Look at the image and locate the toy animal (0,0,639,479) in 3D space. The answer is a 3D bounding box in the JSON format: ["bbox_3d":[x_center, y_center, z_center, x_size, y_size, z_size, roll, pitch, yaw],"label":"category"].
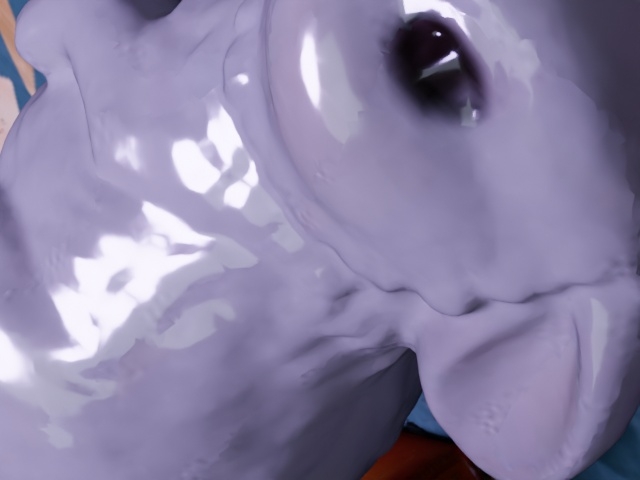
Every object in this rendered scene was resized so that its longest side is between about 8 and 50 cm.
[{"bbox_3d":[0.000,0.000,0.595,0.357,0.194,0.257,-21,95,54],"label":"toy animal"}]

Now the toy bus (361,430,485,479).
[{"bbox_3d":[0.007,0.123,0.841,0.174,0.079,0.077,6,120,56],"label":"toy bus"}]
